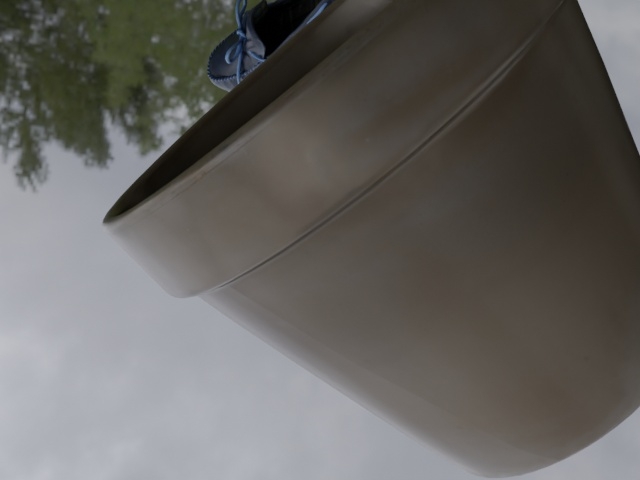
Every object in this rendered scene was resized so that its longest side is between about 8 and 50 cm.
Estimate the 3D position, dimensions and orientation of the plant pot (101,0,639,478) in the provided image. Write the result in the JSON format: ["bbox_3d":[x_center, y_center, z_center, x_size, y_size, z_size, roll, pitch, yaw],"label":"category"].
[{"bbox_3d":[0.074,-0.013,0.688,0.280,0.323,0.323,50,-154,-12],"label":"plant pot"}]

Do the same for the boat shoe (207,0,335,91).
[{"bbox_3d":[-0.055,-0.258,1.304,0.089,0.258,0.109,13,-120,-45],"label":"boat shoe"}]
